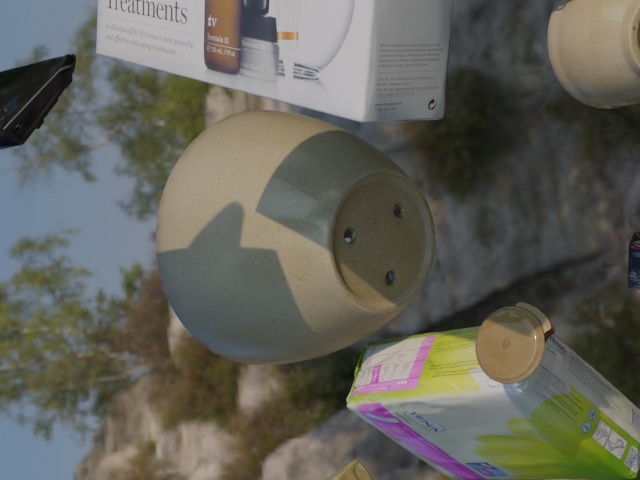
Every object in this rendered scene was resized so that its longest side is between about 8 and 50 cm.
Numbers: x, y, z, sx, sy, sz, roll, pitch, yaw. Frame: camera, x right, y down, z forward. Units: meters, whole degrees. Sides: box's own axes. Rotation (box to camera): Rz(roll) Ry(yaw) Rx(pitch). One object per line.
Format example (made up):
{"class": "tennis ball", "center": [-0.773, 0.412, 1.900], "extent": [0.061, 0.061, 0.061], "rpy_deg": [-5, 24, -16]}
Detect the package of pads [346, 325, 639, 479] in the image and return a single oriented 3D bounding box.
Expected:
{"class": "package of pads", "center": [0.200, 0.195, 1.436], "extent": [0.229, 0.296, 0.101], "rpy_deg": [39, -123, -30]}

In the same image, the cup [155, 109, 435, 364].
{"class": "cup", "center": [0.000, 0.000, 1.485], "extent": [0.237, 0.331, 0.331], "rpy_deg": [3, 101, 52]}

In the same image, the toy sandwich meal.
{"class": "toy sandwich meal", "center": [0.192, 0.102, 1.203], "extent": [0.029, 0.086, 0.085], "rpy_deg": [18, -122, -50]}

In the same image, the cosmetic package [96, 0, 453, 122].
{"class": "cosmetic package", "center": [-0.048, -0.269, 1.001], "extent": [0.377, 0.097, 0.284], "rpy_deg": [20, 109, 46]}

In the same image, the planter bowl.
{"class": "planter bowl", "center": [0.347, -0.225, 1.335], "extent": [0.109, 0.162, 0.162], "rpy_deg": [-162, 64, -67]}

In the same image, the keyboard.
{"class": "keyboard", "center": [-0.365, -0.082, 1.109], "extent": [0.033, 0.317, 0.201], "rpy_deg": [57, -133, -28]}

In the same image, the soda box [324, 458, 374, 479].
{"class": "soda box", "center": [0.059, 0.306, 1.175], "extent": [0.181, 0.058, 0.061], "rpy_deg": [54, -155, 4]}

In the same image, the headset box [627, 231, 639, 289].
{"class": "headset box", "center": [0.447, 0.034, 1.632], "extent": [0.032, 0.062, 0.083], "rpy_deg": [-54, -36, -44]}
